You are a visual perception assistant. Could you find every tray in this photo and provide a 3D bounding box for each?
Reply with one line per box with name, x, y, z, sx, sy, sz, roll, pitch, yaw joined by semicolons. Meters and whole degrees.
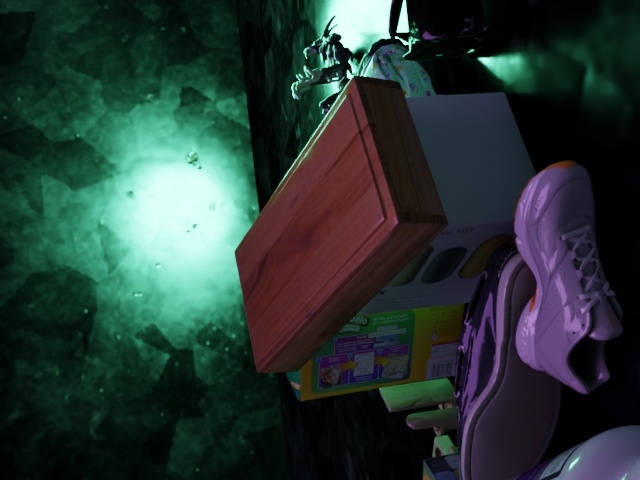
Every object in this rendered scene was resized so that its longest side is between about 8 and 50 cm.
tray;0.000;0.000;1.019;0.411;0.076;0.203;-52;45;49

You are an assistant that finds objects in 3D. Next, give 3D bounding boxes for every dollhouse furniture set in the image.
dollhouse furniture set;0.174;0.340;1.294;0.144;0.123;0.151;-119;27;-59

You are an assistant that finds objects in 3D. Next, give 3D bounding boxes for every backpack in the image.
backpack;0.125;-0.238;1.302;0.182;0.115;0.152;-113;25;-45

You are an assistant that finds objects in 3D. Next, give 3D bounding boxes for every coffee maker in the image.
coffee maker;0.178;-0.358;1.090;0.171;0.120;0.178;-7;89;53

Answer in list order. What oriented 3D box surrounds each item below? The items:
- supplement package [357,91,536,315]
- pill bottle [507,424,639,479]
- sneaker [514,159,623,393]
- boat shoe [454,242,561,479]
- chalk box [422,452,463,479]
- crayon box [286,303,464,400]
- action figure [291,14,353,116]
supplement package;0.150;-0.044;1.087;0.263;0.199;0.198;111;150;-59
pill bottle;0.275;0.286;0.738;0.323;0.181;0.182;111;151;-61
sneaker;0.282;0.044;0.843;0.121;0.099;0.263;-139;37;-60
boat shoe;0.228;0.162;1.000;0.113;0.127;0.340;-132;41;-67
chalk box;0.223;0.383;1.093;0.132;0.132;0.213;-122;29;-62
crayon box;0.087;0.149;1.251;0.081;0.278;0.165;-124;32;-59
action figure;0.008;-0.344;1.695;0.164;0.140;0.276;98;163;-81
